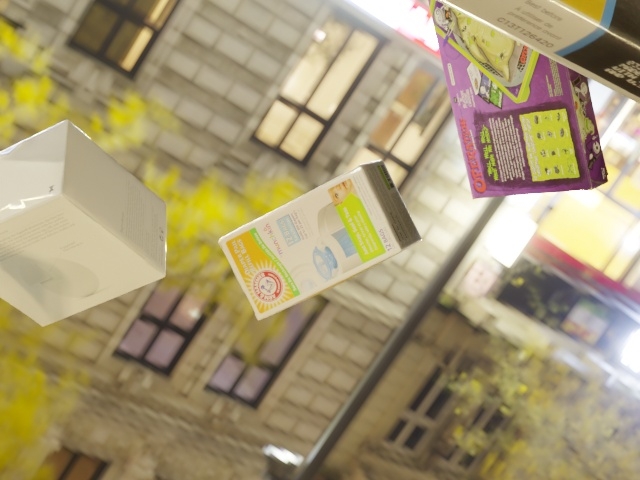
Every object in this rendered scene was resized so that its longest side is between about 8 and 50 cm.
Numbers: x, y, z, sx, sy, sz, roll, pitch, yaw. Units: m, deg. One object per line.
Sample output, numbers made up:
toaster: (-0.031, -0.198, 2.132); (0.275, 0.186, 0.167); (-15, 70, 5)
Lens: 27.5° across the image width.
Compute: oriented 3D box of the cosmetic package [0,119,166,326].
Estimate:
cosmetic package: (-0.367, -0.019, 1.797); (0.224, 0.224, 0.138); (43, -147, -46)

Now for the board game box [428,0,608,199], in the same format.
board game box: (0.250, -0.230, 1.717); (0.208, 0.347, 0.056); (-3, -165, 44)

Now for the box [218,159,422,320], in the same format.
box: (0.000, 0.000, 1.563); (0.114, 0.203, 0.103); (64, -161, 2)

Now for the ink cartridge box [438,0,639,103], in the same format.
ink cartridge box: (0.151, -0.267, 0.804); (0.303, 0.307, 0.072); (22, 162, -21)
